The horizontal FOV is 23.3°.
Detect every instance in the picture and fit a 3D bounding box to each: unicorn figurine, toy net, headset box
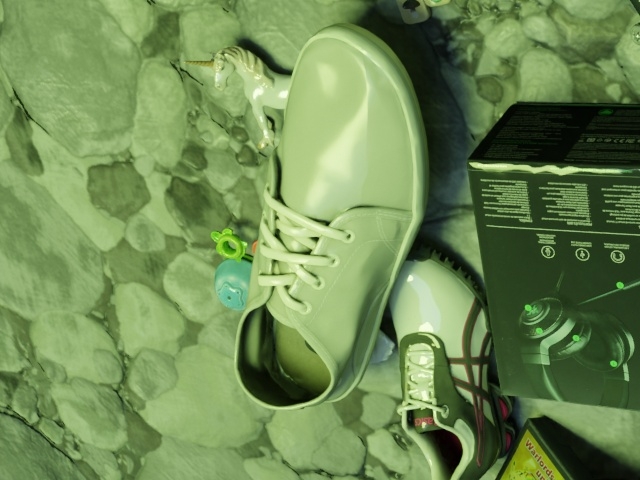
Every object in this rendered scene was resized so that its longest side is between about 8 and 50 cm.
[{"bbox_3d":[-0.049,-0.147,1.603,0.161,0.060,0.111,0,119,12],"label":"unicorn figurine"},{"bbox_3d":[-0.016,0.059,1.719,0.232,0.045,0.122,21,125,16],"label":"toy net"},{"bbox_3d":[0.288,0.026,1.460,0.246,0.131,0.283,3,120,28],"label":"headset box"}]

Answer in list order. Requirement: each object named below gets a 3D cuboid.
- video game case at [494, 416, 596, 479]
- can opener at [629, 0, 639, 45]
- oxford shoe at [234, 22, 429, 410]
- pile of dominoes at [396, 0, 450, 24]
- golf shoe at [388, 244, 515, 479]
[{"bbox_3d":[0.250,0.369,1.636,0.275,0.035,0.248,55,133,43],"label":"video game case"},{"bbox_3d":[0.276,-0.239,1.359,0.186,0.073,0.059,54,169,-5],"label":"can opener"},{"bbox_3d":[0.000,0.000,1.552,0.169,0.130,0.449,30,129,27],"label":"oxford shoe"},{"bbox_3d":[0.102,-0.322,1.410,0.251,0.040,0.196,-32,100,40],"label":"pile of dominoes"},{"bbox_3d":[0.128,0.137,1.633,0.105,0.120,0.273,-8,113,36],"label":"golf shoe"}]
